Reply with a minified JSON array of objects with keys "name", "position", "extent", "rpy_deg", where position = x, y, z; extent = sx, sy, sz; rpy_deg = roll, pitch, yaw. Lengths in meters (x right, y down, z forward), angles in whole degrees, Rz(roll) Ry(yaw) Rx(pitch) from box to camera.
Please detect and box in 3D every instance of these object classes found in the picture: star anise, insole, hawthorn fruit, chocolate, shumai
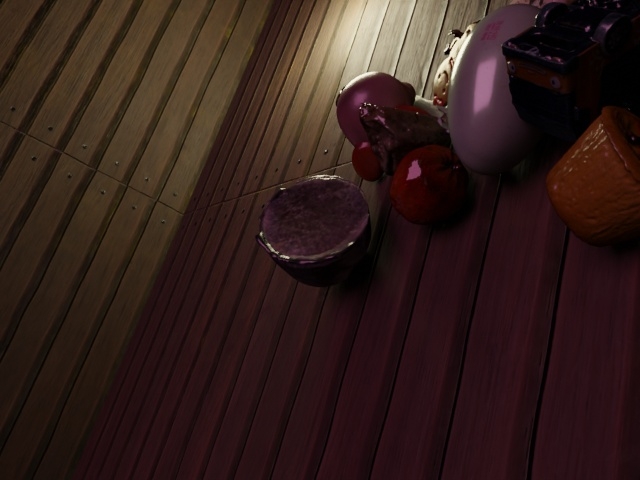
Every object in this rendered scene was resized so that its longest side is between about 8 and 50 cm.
[{"name":"star anise","position":[0.401,-0.528,1.373],"extent":[0.167,0.057,0.168],"rpy_deg":[-23,56,40]},{"name":"insole","position":[0.289,-0.382,1.460],"extent":[0.080,0.003,0.232],"rpy_deg":[-59,31,3]},{"name":"hawthorn fruit","position":[0.240,-0.117,1.169],"extent":[0.200,0.179,0.179],"rpy_deg":[-50,30,44]},{"name":"chocolate","position":[0.000,0.000,1.354],"extent":[0.302,0.213,0.304],"rpy_deg":[-8,50,9]},{"name":"shumai","position":[0.200,-0.226,1.254],"extent":[0.183,0.218,0.186],"rpy_deg":[25,109,49]}]

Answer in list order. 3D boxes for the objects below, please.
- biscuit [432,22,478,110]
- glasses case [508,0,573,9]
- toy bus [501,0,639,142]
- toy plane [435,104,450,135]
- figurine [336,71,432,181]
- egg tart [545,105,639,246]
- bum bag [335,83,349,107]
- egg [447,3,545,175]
[{"name":"biscuit","position":[0.352,-0.445,1.308],"extent":[0.225,0.036,0.166],"rpy_deg":[127,144,-54]},{"name":"glasses case","position":[0.471,-0.502,1.177],"extent":[0.314,0.075,0.122],"rpy_deg":[137,136,-55]},{"name":"toy bus","position":[0.489,-0.329,0.855],"extent":[0.323,0.194,0.162],"rpy_deg":[-33,40,-5]},{"name":"toy plane","position":[0.342,-0.258,1.190],"extent":[0.065,0.162,0.171],"rpy_deg":[-40,72,50]},{"name":"figurine","position":[0.155,-0.358,1.429],"extent":[0.269,0.211,0.262],"rpy_deg":[-36,40,34]},{"name":"egg tart","position":[0.470,-0.096,0.796],"extent":[0.171,0.215,0.215],"rpy_deg":[-43,34,45]},{"name":"bum bag","position":[0.125,-0.457,1.591],"extent":[0.060,0.232,0.107],"rpy_deg":[48,121,10]},{"name":"egg","position":[0.384,-0.314,1.057],"extent":[0.229,0.229,0.372],"rpy_deg":[1,72,55]}]
